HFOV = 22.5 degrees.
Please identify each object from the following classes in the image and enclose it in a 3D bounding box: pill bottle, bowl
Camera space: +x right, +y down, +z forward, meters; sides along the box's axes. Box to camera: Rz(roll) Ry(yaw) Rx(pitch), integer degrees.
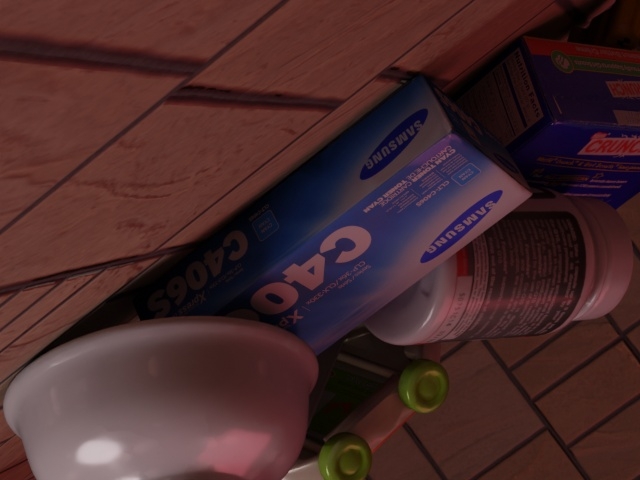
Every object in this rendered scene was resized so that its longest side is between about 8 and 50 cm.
[{"bbox_3d":[0.181,0.023,1.676,0.283,0.161,0.161,-1,153,-37],"label":"pill bottle"},{"bbox_3d":[-0.137,0.194,1.475,0.298,0.134,0.298,-9,152,-5],"label":"bowl"}]

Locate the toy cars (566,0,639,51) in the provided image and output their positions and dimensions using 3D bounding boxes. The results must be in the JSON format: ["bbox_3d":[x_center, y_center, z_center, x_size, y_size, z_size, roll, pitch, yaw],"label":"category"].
[{"bbox_3d":[0.353,-0.228,2.022,0.394,0.087,0.176,-22,128,-79],"label":"toy cars"}]

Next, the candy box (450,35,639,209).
[{"bbox_3d":[0.237,-0.089,1.825,0.268,0.122,0.317,3,150,-40],"label":"candy box"}]

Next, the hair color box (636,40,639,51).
[{"bbox_3d":[0.403,-0.175,2.361,0.339,0.185,0.110,-33,174,-35],"label":"hair color box"}]

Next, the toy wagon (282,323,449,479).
[{"bbox_3d":[0.032,0.150,1.759,0.344,0.068,0.267,-40,-153,-21],"label":"toy wagon"}]

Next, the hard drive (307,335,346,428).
[{"bbox_3d":[-0.131,0.174,1.765,0.308,0.040,0.203,-17,-152,29],"label":"hard drive"}]

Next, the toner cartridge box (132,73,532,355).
[{"bbox_3d":[0.011,0.007,1.490,0.348,0.075,0.165,-38,145,16],"label":"toner cartridge box"}]
